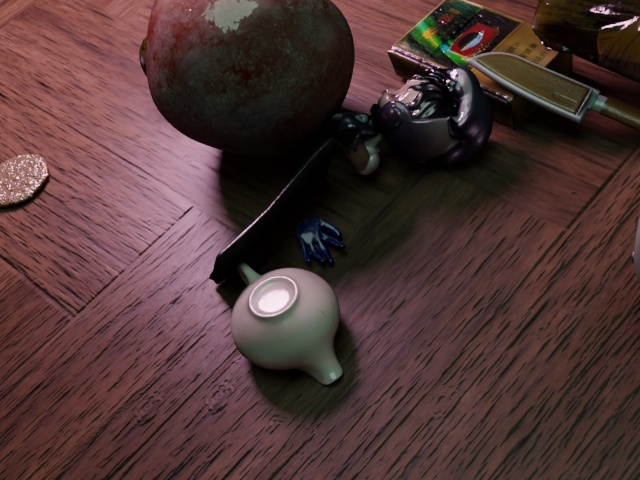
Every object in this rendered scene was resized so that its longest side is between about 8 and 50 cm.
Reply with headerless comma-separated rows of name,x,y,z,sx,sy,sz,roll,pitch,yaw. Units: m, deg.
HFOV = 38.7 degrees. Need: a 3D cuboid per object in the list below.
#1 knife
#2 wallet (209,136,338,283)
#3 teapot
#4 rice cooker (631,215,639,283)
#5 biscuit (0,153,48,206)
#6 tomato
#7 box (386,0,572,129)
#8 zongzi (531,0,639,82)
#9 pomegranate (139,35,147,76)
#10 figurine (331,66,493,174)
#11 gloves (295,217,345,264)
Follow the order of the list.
knife,0.364,-0.194,1.275,0.343,0.027,0.061,28,70,16
wallet,-0.063,-0.040,1.277,0.025,0.124,0.244,41,69,6
teapot,-0.052,0.092,1.185,0.145,0.092,0.226,-32,46,-11
rice cooker,0.508,-0.028,0.988,0.277,0.288,0.288,19,59,27
biscuit,-0.512,-0.102,1.535,0.120,0.015,0.120,-9,49,11
tomato,-0.106,-0.271,1.353,0.317,0.317,0.282,8,83,23
box,0.246,-0.280,1.410,0.240,0.071,0.159,32,68,34
zongzi,0.416,-0.269,1.194,0.286,0.138,0.300,19,25,10
pomegranate,-0.255,-0.323,1.567,0.130,0.130,0.130,-9,49,10
figurine,0.137,-0.164,1.318,0.222,0.145,0.145,-20,48,13
gloves,0.000,0.000,1.283,0.064,0.026,0.086,-22,48,-4
